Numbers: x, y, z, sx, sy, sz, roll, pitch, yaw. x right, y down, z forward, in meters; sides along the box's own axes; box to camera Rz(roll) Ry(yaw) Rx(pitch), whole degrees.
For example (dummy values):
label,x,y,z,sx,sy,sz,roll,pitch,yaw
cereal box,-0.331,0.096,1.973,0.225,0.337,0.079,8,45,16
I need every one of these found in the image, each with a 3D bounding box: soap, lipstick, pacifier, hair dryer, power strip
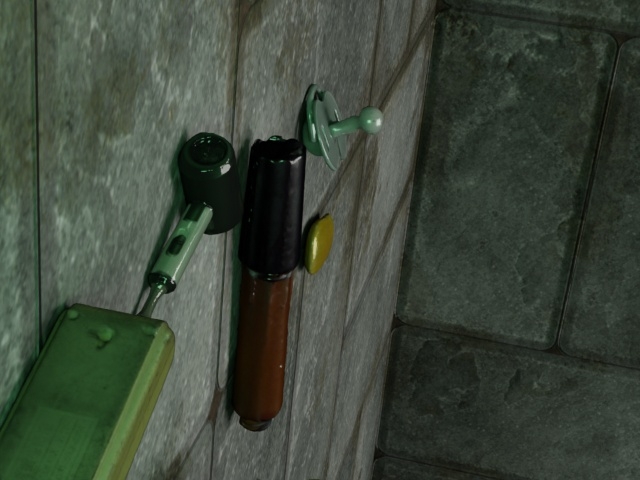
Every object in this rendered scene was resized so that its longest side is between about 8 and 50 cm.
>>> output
label,x,y,z,sx,sy,sz,roll,pitch,yaw
soap,0.000,0.000,1.955,0.168,0.033,0.089,-56,157,-71
lipstick,-0.068,0.066,1.489,0.077,0.077,0.418,-65,164,-57
pacifier,0.033,-0.171,1.729,0.150,0.117,0.126,-39,113,-71
hair dryer,-0.130,-0.001,1.134,0.100,0.057,0.197,83,25,-56
power strip,-0.196,0.200,0.801,0.066,0.092,0.387,87,16,-45

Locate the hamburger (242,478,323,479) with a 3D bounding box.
label,x,y,z,sx,sy,sz,roll,pitch,yaw
hamburger,-0.076,0.496,1.254,0.287,0.268,0.445,69,26,-54
